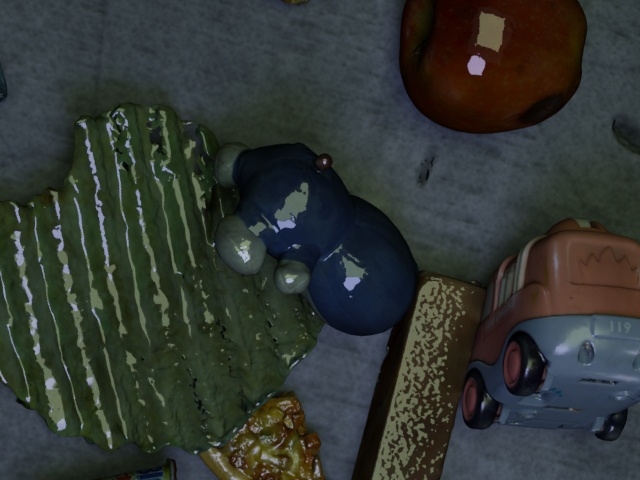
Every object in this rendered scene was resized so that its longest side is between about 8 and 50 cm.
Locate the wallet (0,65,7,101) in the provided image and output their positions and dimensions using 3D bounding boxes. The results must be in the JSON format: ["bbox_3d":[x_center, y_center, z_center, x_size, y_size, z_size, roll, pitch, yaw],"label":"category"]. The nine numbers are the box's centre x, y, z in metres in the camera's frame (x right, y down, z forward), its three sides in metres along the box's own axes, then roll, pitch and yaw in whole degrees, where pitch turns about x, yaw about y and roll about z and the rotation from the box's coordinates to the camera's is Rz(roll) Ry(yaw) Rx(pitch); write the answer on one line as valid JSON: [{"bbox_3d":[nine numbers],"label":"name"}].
[{"bbox_3d":[-0.519,-0.244,1.812,0.290,0.054,0.251,-15,87,-13],"label":"wallet"}]

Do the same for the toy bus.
[{"bbox_3d":[0.277,0.099,1.863,0.194,0.288,0.232,4,69,-14],"label":"toy bus"}]

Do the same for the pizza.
[{"bbox_3d":[-0.062,0.236,1.882,0.175,0.046,0.134,17,83,-10],"label":"pizza"}]

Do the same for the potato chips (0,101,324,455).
[{"bbox_3d":[-0.204,0.057,1.839,0.373,0.097,0.389,-38,93,-11],"label":"potato chips"}]

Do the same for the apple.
[{"bbox_3d":[0.207,-0.234,1.892,0.230,0.230,0.230,1,86,-12],"label":"apple"}]

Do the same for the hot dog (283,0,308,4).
[{"bbox_3d":[0.003,-0.330,1.930,0.169,0.061,0.078,-15,129,-9],"label":"hot dog"}]

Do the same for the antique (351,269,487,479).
[{"bbox_3d":[0.111,0.191,1.898,0.087,0.093,0.310,16,83,-11],"label":"antique"}]

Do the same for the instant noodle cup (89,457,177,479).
[{"bbox_3d":[-0.226,0.346,1.773,0.153,0.205,0.205,-4,87,-2],"label":"instant noodle cup"}]

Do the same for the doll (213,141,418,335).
[{"bbox_3d":[0.000,0.000,1.833,0.154,0.228,0.258,-30,125,16],"label":"doll"}]
